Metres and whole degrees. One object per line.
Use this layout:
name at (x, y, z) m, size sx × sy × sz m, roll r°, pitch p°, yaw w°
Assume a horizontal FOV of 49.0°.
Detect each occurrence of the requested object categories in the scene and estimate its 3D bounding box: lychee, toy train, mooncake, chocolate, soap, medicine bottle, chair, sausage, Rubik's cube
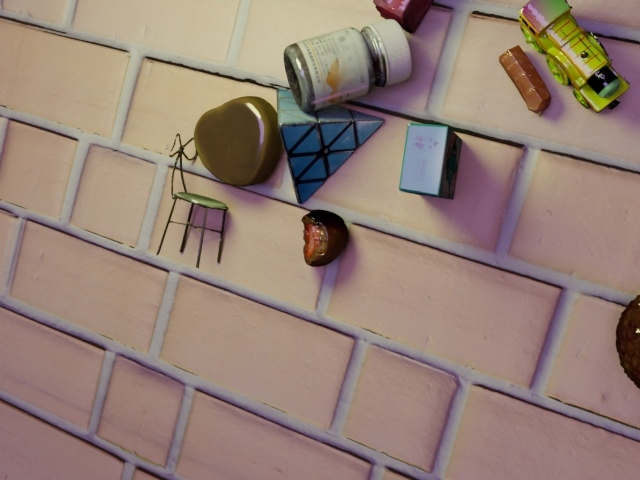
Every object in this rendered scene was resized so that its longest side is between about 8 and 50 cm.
lychee at (0.737, 0.214, 1.435) m, size 0.261 × 0.260 × 0.260 m, roll 0°, pitch 91°, yaw 20°
toy train at (0.550, -0.409, 1.536) m, size 0.100 × 0.160 × 0.296 m, roll -39°, pitch 78°, yaw 10°
mooncake at (-0.204, -0.252, 1.833) m, size 0.235 × 0.117 × 0.234 m, roll 5°, pitch 103°, yaw 22°
chocolate at (0.000, 0.000, 1.764) m, size 0.127 × 0.124 × 0.133 m, roll 21°, pitch 121°, yaw -6°
soap at (0.229, -0.632, 1.646) m, size 0.099 × 0.162 × 0.250 m, roll 34°, pitch 101°, yaw 17°
medicine bottle at (0.062, -0.416, 1.662) m, size 0.273 × 0.165 × 0.165 m, roll -19°, pitch 84°, yaw -7°
chair at (-0.327, -0.105, 1.865) m, size 0.170 × 0.160 × 0.325 m, roll 16°, pitch 97°, yaw 17°
sausage at (0.476, -0.363, 1.612) m, size 0.065 × 0.065 × 0.169 m, roll -32°, pitch 81°, yaw 18°
Rubik's cube at (-0.026, -0.261, 1.756) m, size 0.228 × 0.229 × 0.233 m, roll 40°, pitch 63°, yaw -22°

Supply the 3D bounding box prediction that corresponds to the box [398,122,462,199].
box at (0.254, -0.175, 1.601) m, size 0.092 × 0.245 × 0.153 m, roll 9°, pitch 95°, yaw 17°
